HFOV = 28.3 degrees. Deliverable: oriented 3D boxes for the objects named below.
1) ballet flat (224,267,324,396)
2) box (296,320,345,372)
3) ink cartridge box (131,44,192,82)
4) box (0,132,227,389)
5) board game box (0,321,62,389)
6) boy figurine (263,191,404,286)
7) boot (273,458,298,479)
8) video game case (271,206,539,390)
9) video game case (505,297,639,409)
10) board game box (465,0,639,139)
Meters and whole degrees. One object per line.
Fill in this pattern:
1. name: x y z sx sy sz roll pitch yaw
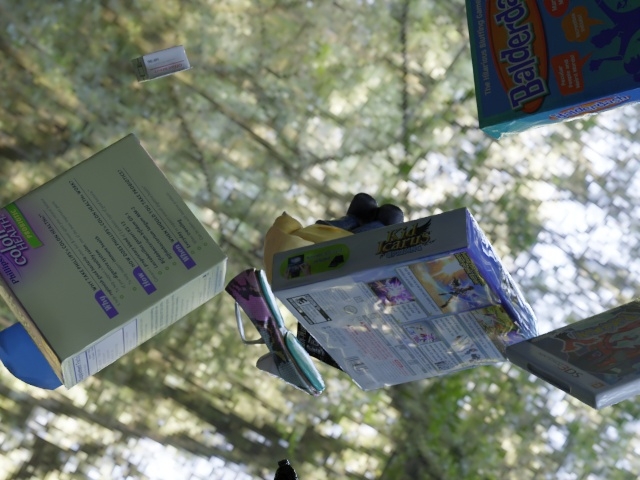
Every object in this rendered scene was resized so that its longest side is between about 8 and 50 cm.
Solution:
1. ballet flat: -0.076 0.148 1.923 0.079 0.221 0.077 -27 -173 11
2. box: 0.037 0.144 2.390 0.077 0.147 0.180 -33 136 -47
3. ink cartridge box: -0.173 -0.193 1.386 0.048 0.028 0.083 -19 -170 -17
4. box: -0.277 0.026 1.594 0.243 0.213 0.117 -33 164 -20
5. board game box: -0.383 0.143 1.837 0.169 0.133 0.033 -29 -146 13
6. boy figurine: 0.000 0.000 1.820 0.285 0.177 0.092 -16 126 -54
7. boot: -0.033 0.537 2.192 0.091 0.229 0.263 -17 -145 -1
8. video game case: 0.109 0.079 1.529 0.244 0.269 0.061 -13 -127 22
9. video game case: 0.345 0.125 1.454 0.201 0.023 0.183 -17 -161 -20
10. board game box: 0.240 -0.195 1.159 0.210 0.047 0.160 -14 -106 30
